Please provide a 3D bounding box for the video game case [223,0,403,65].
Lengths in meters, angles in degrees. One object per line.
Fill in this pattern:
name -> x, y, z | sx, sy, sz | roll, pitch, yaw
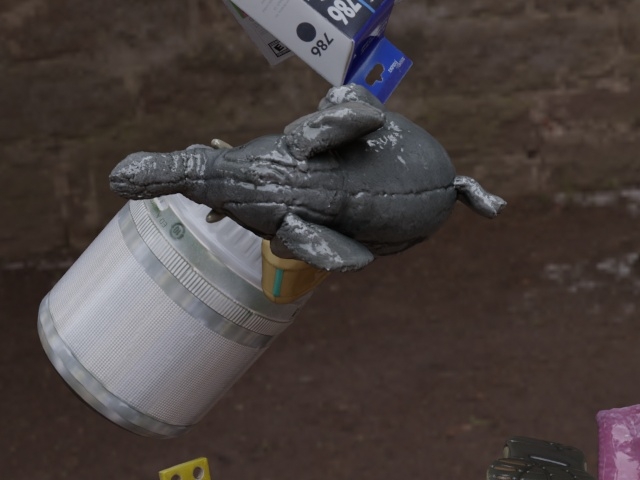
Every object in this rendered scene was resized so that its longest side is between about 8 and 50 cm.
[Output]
video game case -> -0.017, -0.323, 1.717 | 0.212, 0.193, 0.023 | -24, 41, 18

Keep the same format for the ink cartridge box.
ink cartridge box -> -0.031, -0.281, 1.514 | 0.065, 0.332, 0.165 | -46, 7, 35

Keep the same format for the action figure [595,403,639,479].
action figure -> 0.202, 0.267, 0.770 | 0.248, 0.370, 0.275 | 3, -27, 48

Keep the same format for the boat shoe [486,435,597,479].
boat shoe -> 0.243, 0.304, 1.598 | 0.122, 0.120, 0.324 | 12, 4, 13

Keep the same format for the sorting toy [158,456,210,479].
sorting toy -> -0.182, 0.292, 1.184 | 0.046, 0.132, 0.274 | -2, 33, 50

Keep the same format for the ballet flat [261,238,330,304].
ballet flat -> 0.000, 0.000, 1.385 | 0.080, 0.073, 0.232 | 20, 23, 20

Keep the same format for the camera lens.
camera lens -> -0.154, 0.061, 1.559 | 0.219, 0.274, 0.219 | 39, 15, -12

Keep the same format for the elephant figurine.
elephant figurine -> -0.008, -0.040, 1.143 | 0.186, 0.169, 0.239 | -39, -16, 27
